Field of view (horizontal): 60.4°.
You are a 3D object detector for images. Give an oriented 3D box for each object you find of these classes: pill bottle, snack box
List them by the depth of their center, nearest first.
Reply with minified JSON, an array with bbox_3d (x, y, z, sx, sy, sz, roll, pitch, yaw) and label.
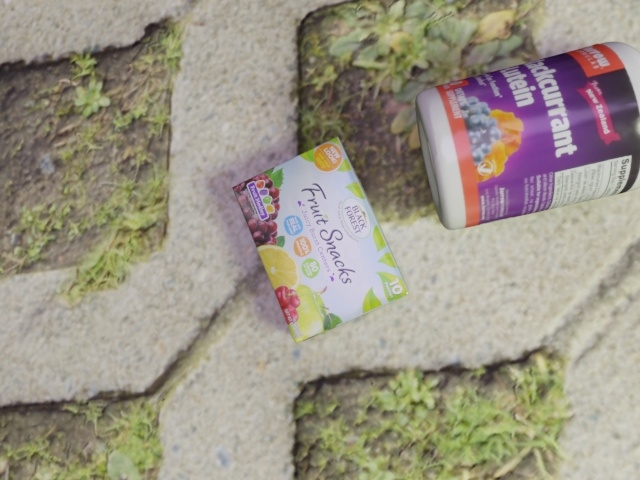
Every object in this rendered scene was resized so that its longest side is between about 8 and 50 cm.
[{"bbox_3d":[0.174,-0.079,0.399,0.193,0.108,0.108,-13,81,8],"label":"pill bottle"},{"bbox_3d":[0.000,0.000,0.457,0.100,0.037,0.141,-25,80,5],"label":"snack box"}]
